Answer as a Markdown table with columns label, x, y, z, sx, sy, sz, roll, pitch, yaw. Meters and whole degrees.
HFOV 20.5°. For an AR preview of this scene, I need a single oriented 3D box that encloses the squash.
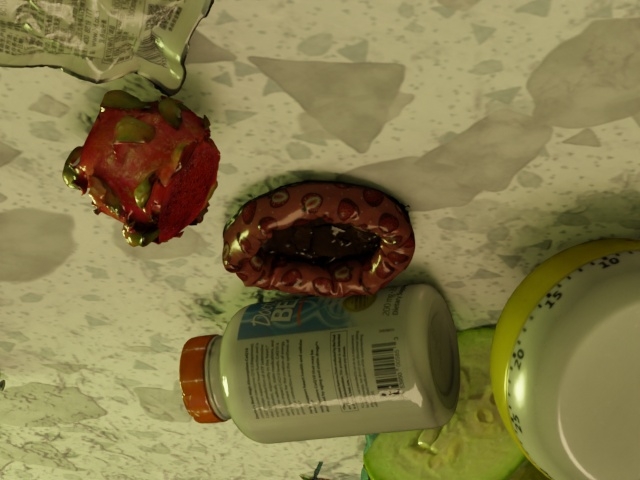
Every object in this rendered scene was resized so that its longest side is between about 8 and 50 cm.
| label | x | y | z | sx | sy | sz | roll | pitch | yaw |
| --- | --- | --- | --- | --- | --- | --- | --- | --- | --- |
| squash | 0.236 | 0.286 | 2.007 | 0.210 | 0.233 | 0.309 | 18 | 156 | 44 |

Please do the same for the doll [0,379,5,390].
| label | x | y | z | sx | sy | sz | roll | pitch | yaw |
| --- | --- | --- | --- | --- | --- | --- | --- | --- | --- |
| doll | -0.442 | 0.172 | 2.151 | 0.114 | 0.039 | 0.057 | -6 | 178 | 1 |

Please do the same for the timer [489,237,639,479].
| label | x | y | z | sx | sy | sz | roll | pitch | yaw |
| --- | --- | --- | --- | --- | --- | --- | --- | --- | --- |
| timer | 0.288 | 0.116 | 1.806 | 0.285 | 0.285 | 0.285 | 3 | 151 | 1 |

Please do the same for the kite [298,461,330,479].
| label | x | y | z | sx | sy | sz | roll | pitch | yaw |
| --- | --- | --- | --- | --- | --- | --- | --- | --- | --- |
| kite | 0.050 | 0.347 | 2.439 | 0.183 | 0.010 | 0.160 | 12 | 149 | -15 |

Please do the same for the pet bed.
| label | x | y | z | sx | sy | sz | roll | pitch | yaw |
| --- | --- | --- | --- | --- | --- | --- | --- | --- | --- |
| pet bed | 0.000 | 0.000 | 1.783 | 0.201 | 0.053 | 0.201 | -2 | 151 | -1 |

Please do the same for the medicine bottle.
| label | x | y | z | sx | sy | sz | roll | pitch | yaw |
| --- | --- | --- | --- | --- | --- | --- | --- | --- | --- |
| medicine bottle | -0.004 | 0.138 | 1.921 | 0.289 | 0.157 | 0.157 | -7 | 149 | 19 |

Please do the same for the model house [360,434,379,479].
| label | x | y | z | sx | sy | sz | roll | pitch | yaw |
| --- | --- | --- | --- | --- | --- | --- | --- | --- | --- |
| model house | 0.185 | 0.381 | 2.138 | 0.281 | 0.249 | 0.230 | 1 | 119 | -7 |

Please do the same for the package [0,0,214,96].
| label | x | y | z | sx | sy | sz | roll | pitch | yaw |
| --- | --- | --- | --- | --- | --- | --- | --- | --- | --- |
| package | -0.209 | -0.191 | 1.475 | 0.232 | 0.040 | 0.166 | 10 | 145 | -7 |

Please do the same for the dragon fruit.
| label | x | y | z | sx | sy | sz | roll | pitch | yaw |
| --- | --- | --- | --- | --- | --- | --- | --- | --- | --- |
| dragon fruit | -0.164 | -0.066 | 1.609 | 0.150 | 0.133 | 0.208 | 51 | 160 | -26 |
